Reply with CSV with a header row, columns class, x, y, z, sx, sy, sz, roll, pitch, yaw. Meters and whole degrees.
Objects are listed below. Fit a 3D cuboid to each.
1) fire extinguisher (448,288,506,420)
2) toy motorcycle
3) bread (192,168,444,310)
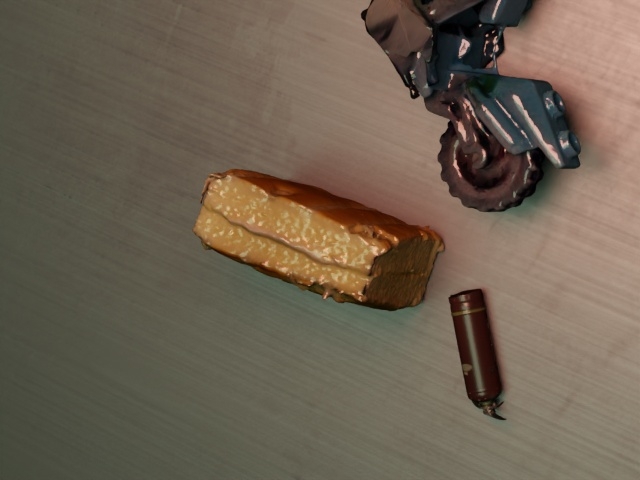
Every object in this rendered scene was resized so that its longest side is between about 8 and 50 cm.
class,x,y,z,sx,sy,sz,roll,pitch,yaw
fire extinguisher,0.188,0.139,1.941,0.064,0.043,0.158,-9,92,56
toy motorcycle,0.185,-0.248,1.825,0.232,0.172,0.416,-24,77,32
bread,0.000,0.000,1.903,0.239,0.246,0.111,20,96,22
